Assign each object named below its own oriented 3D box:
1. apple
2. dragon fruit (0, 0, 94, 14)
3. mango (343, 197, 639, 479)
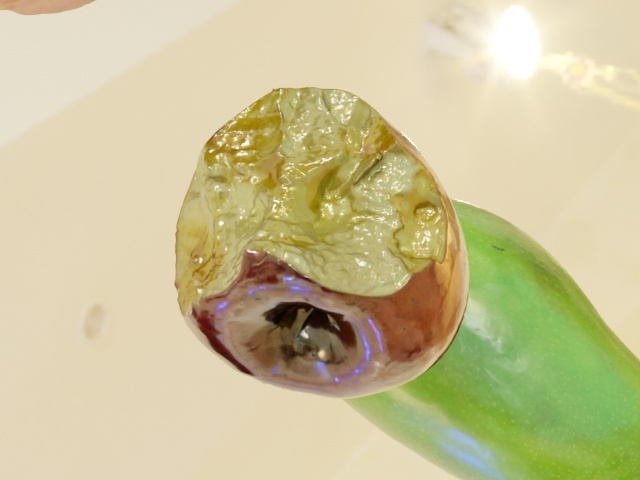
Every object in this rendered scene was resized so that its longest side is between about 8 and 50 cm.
[{"bbox_3d":[0.003,0.001,0.821,0.147,0.156,0.158,55,-148,-40],"label":"apple"},{"bbox_3d":[-0.170,-0.238,0.829,0.224,0.224,0.227,20,-136,-61],"label":"dragon fruit"},{"bbox_3d":[0.148,0.098,1.320,0.225,0.382,0.201,-47,-20,-39],"label":"mango"}]
